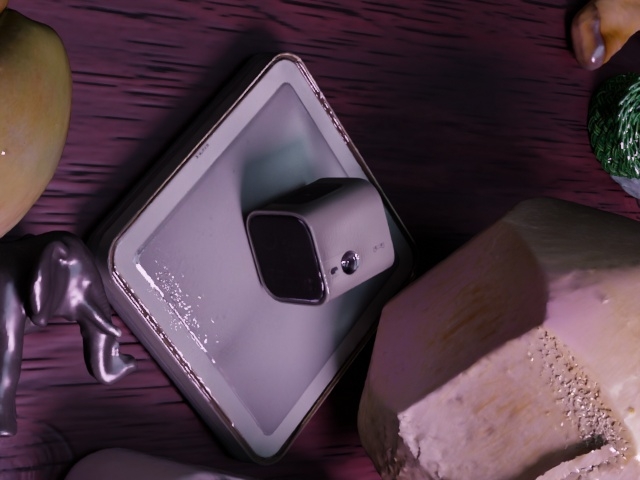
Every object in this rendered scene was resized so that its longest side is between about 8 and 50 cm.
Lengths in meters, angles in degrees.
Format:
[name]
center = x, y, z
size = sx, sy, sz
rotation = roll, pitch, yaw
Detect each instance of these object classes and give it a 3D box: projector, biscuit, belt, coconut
[projector]
center = 0.000, 0.000, 1.247
size = 0.082, 0.083, 0.083
rotation = -28, 110, -38
[biscuit]
center = 0.339, -0.266, 1.625
size = 0.208, 0.047, 0.164
rotation = -9, 99, -41
[belt]
center = 0.351, -0.110, 1.631
size = 0.121, 0.079, 0.151
rotation = -40, 107, -22
[coconut]
center = 0.221, 0.130, 1.313
size = 0.352, 0.352, 0.353
rotation = -3, 94, -42

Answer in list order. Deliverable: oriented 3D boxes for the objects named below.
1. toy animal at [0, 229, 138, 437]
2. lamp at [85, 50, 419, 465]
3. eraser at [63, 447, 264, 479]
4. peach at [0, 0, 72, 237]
[toy animal]
center = -0.241, 0.066, 1.077
size = 0.245, 0.114, 0.146
rotation = -1, 94, -42
[lamp]
center = -0.047, 0.016, 1.295
size = 0.269, 0.047, 0.266
rotation = -51, 123, -28
[eraser]
center = -0.081, 0.289, 1.215
size = 0.331, 0.150, 0.331
rotation = -6, 99, -43
[peach]
center = -0.300, -0.104, 0.938
size = 0.292, 0.247, 0.292
rotation = -15, 125, -22
